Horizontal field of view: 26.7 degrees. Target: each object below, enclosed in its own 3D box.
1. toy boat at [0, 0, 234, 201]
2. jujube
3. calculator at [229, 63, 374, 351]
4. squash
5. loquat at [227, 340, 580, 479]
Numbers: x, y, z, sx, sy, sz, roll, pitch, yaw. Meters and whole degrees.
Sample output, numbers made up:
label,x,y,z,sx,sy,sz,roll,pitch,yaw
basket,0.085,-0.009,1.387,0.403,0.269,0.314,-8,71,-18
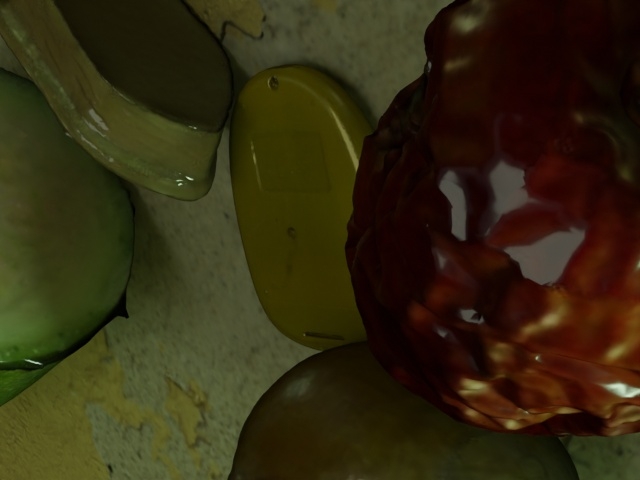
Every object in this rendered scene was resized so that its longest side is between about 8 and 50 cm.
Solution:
label,x,y,z,sx,sy,sz,roll,pitch,yaw
toy boat,-0.124,-0.113,0.896,0.188,0.116,0.061,52,132,16
jujube,0.117,-0.018,0.622,0.213,0.213,0.232,56,157,8
calculator,0.000,0.000,0.886,0.146,0.032,0.235,2,110,46
squash,-0.341,0.036,1.096,0.384,0.263,0.263,-32,86,49
loquat,0.051,0.151,0.804,0.227,0.179,0.179,6,114,36
